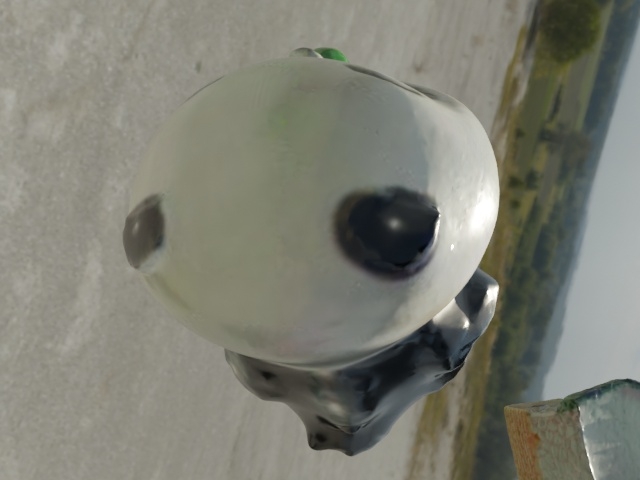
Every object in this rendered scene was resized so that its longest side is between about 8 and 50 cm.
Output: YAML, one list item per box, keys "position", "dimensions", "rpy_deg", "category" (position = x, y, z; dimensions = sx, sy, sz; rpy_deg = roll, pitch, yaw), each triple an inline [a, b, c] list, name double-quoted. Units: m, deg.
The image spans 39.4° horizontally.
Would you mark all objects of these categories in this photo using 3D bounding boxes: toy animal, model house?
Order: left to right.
- position: [0.002, -0.009, 0.541]
  dimensions: [0.267, 0.212, 0.212]
  rpy_deg: [71, 38, -59]
  category: "toy animal"
- position: [0.209, 0.162, 0.721]
  dimensions: [0.100, 0.100, 0.088]
  rpy_deg: [-8, 81, -34]
  category: "model house"
